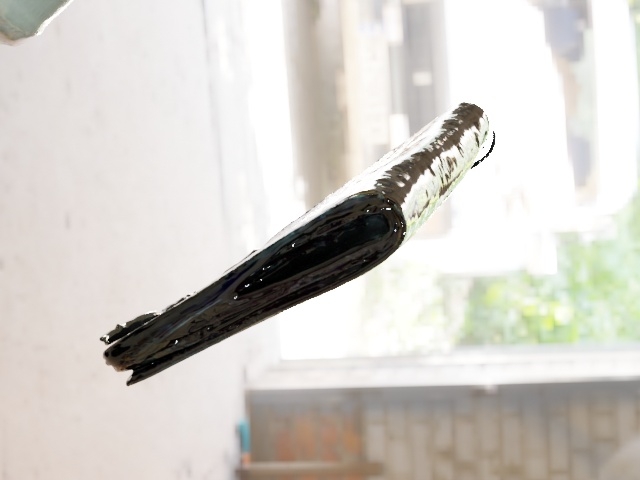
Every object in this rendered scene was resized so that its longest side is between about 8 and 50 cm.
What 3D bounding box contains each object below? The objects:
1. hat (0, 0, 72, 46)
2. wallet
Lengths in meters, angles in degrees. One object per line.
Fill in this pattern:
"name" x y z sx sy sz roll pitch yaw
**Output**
"hat" -0.080 -0.196 0.622 0.168 0.301 0.258 21 66 -52
"wallet" 0.000 0.000 0.880 0.045 0.172 0.318 58 16 -2
